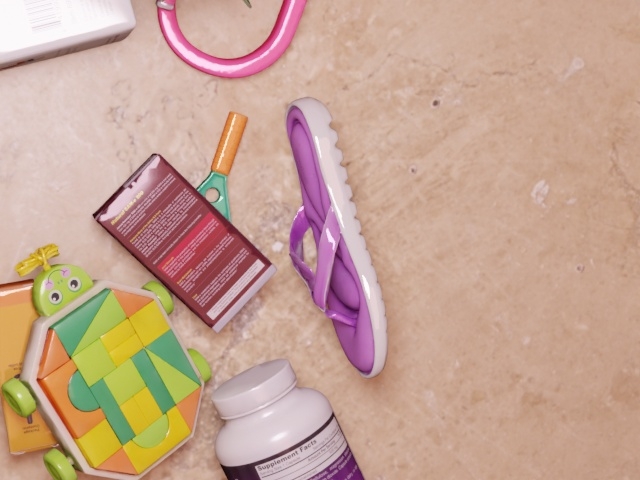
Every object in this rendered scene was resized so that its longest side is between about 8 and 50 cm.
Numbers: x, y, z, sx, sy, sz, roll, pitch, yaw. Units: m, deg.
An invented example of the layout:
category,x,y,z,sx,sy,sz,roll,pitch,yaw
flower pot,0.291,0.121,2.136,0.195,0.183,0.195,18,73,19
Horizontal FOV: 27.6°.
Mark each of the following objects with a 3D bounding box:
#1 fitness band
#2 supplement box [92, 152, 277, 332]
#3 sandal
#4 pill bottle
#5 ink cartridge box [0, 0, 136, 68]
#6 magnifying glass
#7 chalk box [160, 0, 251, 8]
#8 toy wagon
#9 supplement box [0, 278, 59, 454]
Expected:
category,x,y,z,sx,sy,sz,roll,pitch,yaw
fitness band,-0.117,-0.377,1.861,0.209,0.054,0.290,18,98,-14
supplement box,-0.193,0.003,1.849,0.130,0.073,0.239,-46,104,-7
sandal,-0.004,0.003,1.881,0.102,0.169,0.416,-13,84,-17
pill bottle,-0.035,0.341,1.877,0.181,0.181,0.323,-27,99,-12
ink cartridge box,-0.473,-0.362,1.728,0.385,0.160,0.279,-16,96,-14
magnifying glass,-0.155,-0.075,1.902,0.092,0.026,0.231,19,87,-15
chalk box,-0.170,-0.433,1.703,0.179,0.180,0.289,-24,112,-1
toy wagon,-0.307,0.163,1.797,0.267,0.068,0.344,-37,111,-29
supplement box,-0.416,0.175,1.819,0.078,0.080,0.233,-10,94,-14
